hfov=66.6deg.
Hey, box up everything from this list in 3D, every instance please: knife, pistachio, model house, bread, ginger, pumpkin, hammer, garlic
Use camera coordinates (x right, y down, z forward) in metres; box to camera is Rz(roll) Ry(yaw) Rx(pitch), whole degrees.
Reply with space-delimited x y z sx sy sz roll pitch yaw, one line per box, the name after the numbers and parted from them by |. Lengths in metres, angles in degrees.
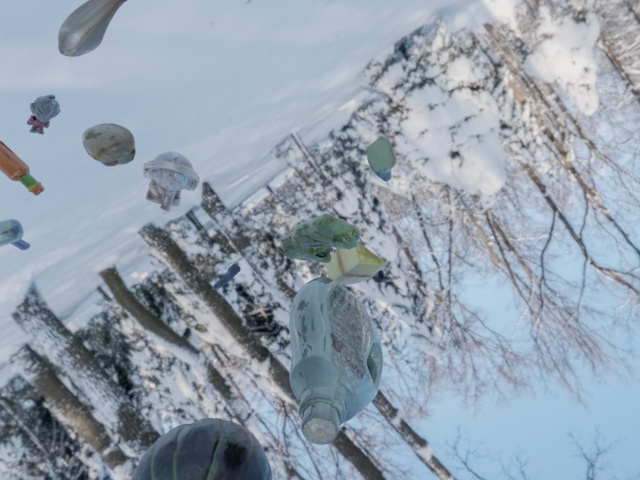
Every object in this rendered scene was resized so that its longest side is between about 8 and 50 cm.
-0.266 0.106 1.371 0.121 0.018 0.031 -42 149 21 | knife
-0.543 -0.247 1.250 0.113 0.149 0.113 -56 163 -28 | pistachio
0.147 -0.188 1.148 0.066 0.078 0.083 -24 163 11 | model house
0.156 0.097 2.109 0.178 0.135 0.240 6 151 -31 | bread
-0.003 0.000 1.351 0.089 0.137 0.290 -37 -178 -39 | ginger
-0.266 0.565 1.113 0.323 0.323 0.241 -37 -163 15 | pumpkin
-0.935 -0.003 1.473 0.116 0.069 0.194 -21 169 -12 | hammer
-0.794 -0.758 1.696 0.318 0.143 0.112 -57 152 -7 | garlic

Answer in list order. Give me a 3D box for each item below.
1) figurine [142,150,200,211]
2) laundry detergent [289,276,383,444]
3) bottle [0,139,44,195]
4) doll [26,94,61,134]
-0.449 -0.182 1.449 0.237 0.163 0.141 -26 -127 59 | figurine
0.033 0.259 1.012 0.125 0.264 0.397 -38 -166 19 | laundry detergent
-0.917 -0.212 1.467 0.069 0.187 0.069 -37 -163 13 | bottle
-0.932 -0.426 1.638 0.094 0.079 0.180 5 139 -47 | doll
